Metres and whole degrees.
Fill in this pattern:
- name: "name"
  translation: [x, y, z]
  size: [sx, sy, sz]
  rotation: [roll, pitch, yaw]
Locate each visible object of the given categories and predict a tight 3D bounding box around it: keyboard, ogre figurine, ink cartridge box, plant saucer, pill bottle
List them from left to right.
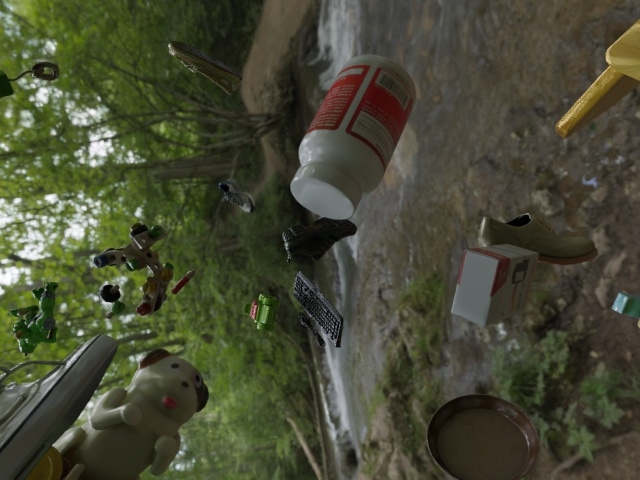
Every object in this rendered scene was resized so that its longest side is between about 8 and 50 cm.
- name: "ogre figurine"
  translation: [-0.705, 0.200, 1.161]
  size: [0.118, 0.197, 0.097]
  rotation: [62, -173, 33]
- name: "keyboard"
  translation: [-0.018, 0.257, 1.598]
  size: [0.317, 0.033, 0.201]
  rotation: [43, 136, 51]
- name: "pill bottle"
  translation: [0.084, -0.267, 1.226]
  size: [0.229, 0.229, 0.407]
  rotation: [86, -153, -64]
- name: "plant saucer"
  translation: [0.255, 0.318, 0.741]
  size: [0.168, 0.169, 0.029]
  rotation: [-111, 4, -61]
- name: "ink cartridge box"
  translation: [0.336, 0.079, 0.889]
  size: [0.072, 0.175, 0.127]
  rotation: [20, 107, 44]

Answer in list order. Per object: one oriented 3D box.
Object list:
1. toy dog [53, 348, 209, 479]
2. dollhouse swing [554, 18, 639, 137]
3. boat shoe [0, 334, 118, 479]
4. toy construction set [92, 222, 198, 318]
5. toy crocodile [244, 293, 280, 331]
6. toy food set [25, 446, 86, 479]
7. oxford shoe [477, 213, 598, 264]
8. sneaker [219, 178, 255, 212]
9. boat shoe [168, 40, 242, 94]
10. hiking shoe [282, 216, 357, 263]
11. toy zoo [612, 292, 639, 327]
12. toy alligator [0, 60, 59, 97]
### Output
- name: "toy dog"
  translation: [-0.491, 0.509, 1.284]
  size: [0.284, 0.408, 0.395]
  rotation: [43, 163, -3]
- name: "dollhouse swing"
  translation: [0.654, -0.271, 0.794]
  size: [0.315, 0.347, 0.305]
  rotation: [42, 148, 29]
- name: "boat shoe"
  translation: [-0.468, 0.261, 0.690]
  size: [0.135, 0.157, 0.367]
  rotation: [-58, 3, 43]
- name: "toy construction set"
  translation: [-0.509, 0.076, 1.459]
  size: [0.309, 0.237, 0.257]
  rotation: [13, -141, -58]
- name: "toy crocodile"
  translation: [-0.217, 0.264, 1.739]
  size: [0.340, 0.105, 0.115]
  rotation: [175, 108, -77]
- name: "toy food set"
  translation: [-0.639, 0.525, 1.056]
  size: [0.071, 0.218, 0.128]
  rotation: [87, -155, -63]
- name: "oxford shoe"
  translation: [0.643, -0.005, 1.363]
  size: [0.140, 0.397, 0.146]
  rotation: [-169, 80, -71]
- name: "sneaker"
  translation: [-0.243, -0.123, 1.339]
  size: [0.135, 0.058, 0.052]
  rotation: [43, 123, 21]
- name: "boat shoe"
  translation: [-0.226, -0.334, 0.910]
  size: [0.048, 0.153, 0.056]
  rotation: [-52, 48, 24]
- name: "hiking shoe"
  translation: [0.000, 0.000, 1.396]
  size: [0.086, 0.227, 0.114]
  rotation: [-117, 20, -54]
- name: "toy zoo"
  translation: [0.449, 0.123, 0.457]
  size: [0.192, 0.293, 0.030]
  rotation: [-9, -62, -59]
- name: "toy alligator"
  translation: [-0.377, -0.158, 0.500]
  size: [0.051, 0.190, 0.056]
  rotation: [51, 150, 33]
